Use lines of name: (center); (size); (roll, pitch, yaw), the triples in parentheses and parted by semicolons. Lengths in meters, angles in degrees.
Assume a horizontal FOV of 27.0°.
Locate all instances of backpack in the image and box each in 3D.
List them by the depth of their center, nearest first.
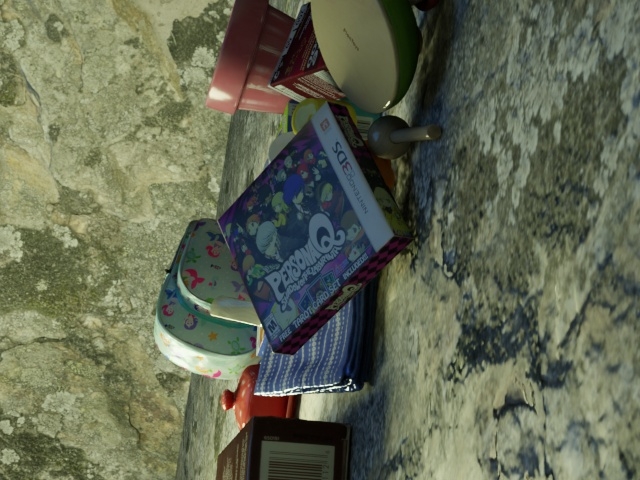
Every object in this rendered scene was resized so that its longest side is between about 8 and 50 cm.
backpack: (-0.168, 0.102, 2.292); (0.191, 0.225, 0.254); (108, -178, -62)

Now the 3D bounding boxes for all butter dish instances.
butter dish: (-0.106, 0.269, 2.212); (0.160, 0.118, 0.160); (-138, 56, -79)

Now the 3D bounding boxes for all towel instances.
towel: (-0.010, 0.087, 1.791); (0.336, 0.040, 0.243); (161, 117, -64)

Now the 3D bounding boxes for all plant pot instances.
plant pot: (-0.077, -0.288, 2.178); (0.201, 0.180, 0.201); (-163, 90, -83)

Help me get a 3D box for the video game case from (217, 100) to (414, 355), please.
video game case: (-0.012, -0.013, 1.595); (0.232, 0.041, 0.210); (-45, 54, 30)

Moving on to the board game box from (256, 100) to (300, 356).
board game box: (-0.041, -0.015, 2.140); (0.233, 0.078, 0.347); (113, 161, -58)

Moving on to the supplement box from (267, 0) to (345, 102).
supplement box: (0.021, -0.255, 1.732); (0.130, 0.073, 0.239); (-68, 20, -9)

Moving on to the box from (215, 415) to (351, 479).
box: (-0.065, 0.370, 1.850); (0.381, 0.143, 0.191); (129, 146, -69)

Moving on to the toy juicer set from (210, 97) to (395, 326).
toy juicer set: (0.000, 0.000, 1.674); (0.209, 0.089, 0.329); (37, 108, 42)

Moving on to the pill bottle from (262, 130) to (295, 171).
pill bottle: (-0.030, -0.076, 1.923); (0.184, 0.103, 0.103); (83, -173, -60)

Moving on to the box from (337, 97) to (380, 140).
box: (0.033, -0.194, 1.876); (0.244, 0.060, 0.101); (-101, 21, -61)

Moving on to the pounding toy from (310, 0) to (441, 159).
pounding toy: (0.091, -0.223, 1.519); (0.237, 0.110, 0.183); (68, 158, -2)
